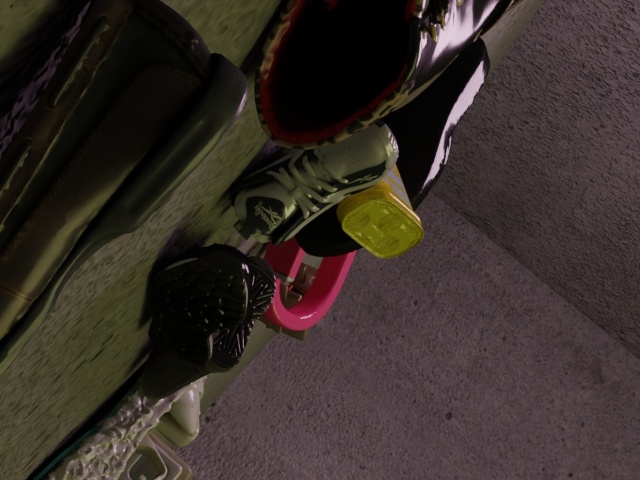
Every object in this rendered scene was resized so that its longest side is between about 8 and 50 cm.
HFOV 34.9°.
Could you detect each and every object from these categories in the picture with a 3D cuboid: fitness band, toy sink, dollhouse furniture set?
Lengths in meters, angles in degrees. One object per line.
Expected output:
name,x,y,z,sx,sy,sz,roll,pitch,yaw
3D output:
fitness band,0.000,0.000,1.558,0.291,0.054,0.209,-67,153,-3
toy sink,-0.314,0.399,1.757,0.131,0.153,0.234,-50,174,-10
dollhouse furniture set,-0.053,0.045,1.753,0.262,0.135,0.259,-47,158,-39

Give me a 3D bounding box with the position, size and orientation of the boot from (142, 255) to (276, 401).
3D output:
boot,-0.158,0.126,1.406,0.208,0.076,0.189,-35,-157,56

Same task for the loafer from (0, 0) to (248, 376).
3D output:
loafer,-0.171,-0.004,0.522,0.302,0.095,0.109,-46,-155,-1

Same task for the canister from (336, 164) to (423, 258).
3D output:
canister,0.059,-0.076,1.298,0.073,0.170,0.126,-33,139,20

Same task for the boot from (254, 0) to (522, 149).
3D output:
boot,0.101,-0.236,0.889,0.377,0.138,0.284,-45,179,27

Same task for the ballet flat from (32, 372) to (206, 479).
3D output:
ballet flat,-0.263,0.286,1.491,0.409,0.147,0.147,-47,174,-44

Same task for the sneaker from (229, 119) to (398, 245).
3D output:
sneaker,-0.022,-0.057,1.144,0.153,0.094,0.235,-46,-160,-32

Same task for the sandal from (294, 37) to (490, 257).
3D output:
sandal,0.125,-0.125,1.468,0.446,0.167,0.107,-54,142,-27

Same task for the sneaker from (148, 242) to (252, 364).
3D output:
sneaker,-0.131,0.041,1.182,0.124,0.107,0.283,-64,-173,-27
